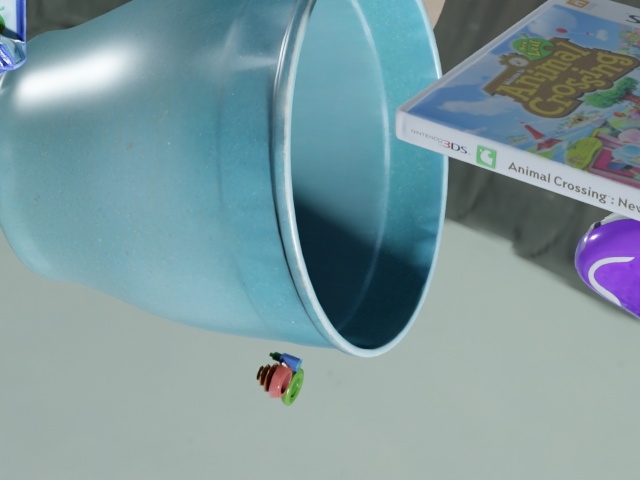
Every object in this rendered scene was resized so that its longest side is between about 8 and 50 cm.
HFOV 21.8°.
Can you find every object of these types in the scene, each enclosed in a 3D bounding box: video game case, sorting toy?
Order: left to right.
[{"bbox_3d":[-0.053,0.171,2.099,0.042,0.061,0.102,20,-8,17],"label":"sorting toy"},{"bbox_3d":[0.178,-0.080,0.957,0.193,0.023,0.212,21,37,27],"label":"video game case"}]

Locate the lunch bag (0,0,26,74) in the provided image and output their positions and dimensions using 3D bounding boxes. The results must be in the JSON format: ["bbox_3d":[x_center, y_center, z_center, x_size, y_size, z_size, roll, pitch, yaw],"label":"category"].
[{"bbox_3d":[-0.236,-0.158,0.932,0.128,0.151,0.096,-5,16,33],"label":"lunch bag"}]

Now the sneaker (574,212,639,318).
[{"bbox_3d":[0.323,0.076,1.253,0.293,0.102,0.146,21,53,10],"label":"sneaker"}]

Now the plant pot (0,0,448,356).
[{"bbox_3d":[-0.077,-0.062,1.148,0.255,0.272,0.272,1,27,25],"label":"plant pot"}]

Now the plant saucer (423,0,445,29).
[{"bbox_3d":[0.084,-0.283,1.381,0.041,0.278,0.278,8,36,-7],"label":"plant saucer"}]
